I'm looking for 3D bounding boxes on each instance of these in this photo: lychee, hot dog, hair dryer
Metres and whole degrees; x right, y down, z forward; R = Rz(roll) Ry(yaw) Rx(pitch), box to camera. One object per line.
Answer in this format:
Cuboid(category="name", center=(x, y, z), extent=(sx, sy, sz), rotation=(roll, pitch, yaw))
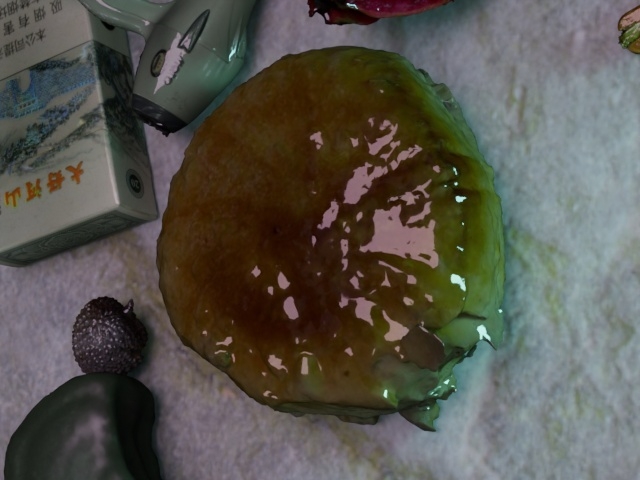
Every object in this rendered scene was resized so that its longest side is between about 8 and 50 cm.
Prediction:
Cuboid(category="lychee", center=(-0.189, 0.087, 1.361), extent=(0.083, 0.068, 0.067), rotation=(-63, 20, 7))
Cuboid(category="hot dog", center=(0.272, -0.176, 1.195), extent=(0.083, 0.021, 0.037), rotation=(-27, 90, 18))
Cuboid(category="hair dryer", center=(-0.131, -0.240, 1.366), extent=(0.219, 0.088, 0.225), rotation=(-41, 85, -5))

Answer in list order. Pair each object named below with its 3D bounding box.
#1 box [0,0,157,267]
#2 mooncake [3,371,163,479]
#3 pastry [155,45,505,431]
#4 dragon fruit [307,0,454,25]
Cuboid(category="box", center=(-0.257, -0.120, 1.430), extent=(0.164, 0.069, 0.257), rotation=(-19, 72, 23))
Cuboid(category="mooncake", center=(-0.184, 0.203, 1.312), extent=(0.168, 0.104, 0.175), rotation=(1, 79, 31))
Cuboid(category="pastry", center=(0.000, 0.000, 1.236), extent=(0.329, 0.136, 0.330), rotation=(-5, 80, 27))
Cuboid(category="dragon fruit", center=(0.077, -0.289, 1.254), extent=(0.189, 0.163, 0.262), rotation=(25, 96, 0))
